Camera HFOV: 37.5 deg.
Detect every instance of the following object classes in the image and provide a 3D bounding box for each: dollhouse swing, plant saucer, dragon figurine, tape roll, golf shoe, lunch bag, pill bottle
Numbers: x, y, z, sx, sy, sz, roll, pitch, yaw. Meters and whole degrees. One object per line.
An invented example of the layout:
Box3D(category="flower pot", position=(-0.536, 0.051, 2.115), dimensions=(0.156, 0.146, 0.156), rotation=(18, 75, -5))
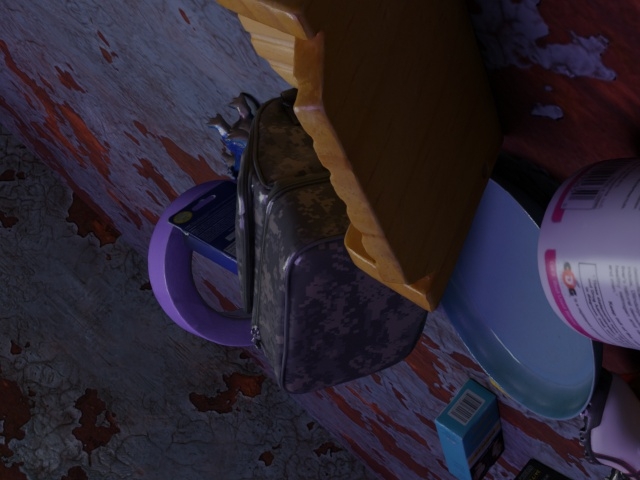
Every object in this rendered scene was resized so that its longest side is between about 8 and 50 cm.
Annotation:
Box3D(category="dollhouse swing", position=(-0.029, -0.164, 0.876), dimensions=(0.304, 0.315, 0.347), rotation=(7, 145, 30))
Box3D(category="plant saucer", position=(0.215, 0.052, 1.068), dimensions=(0.318, 0.043, 0.318), rotation=(53, 160, 30))
Box3D(category="dragon figurine", position=(-0.078, -0.126, 1.367), dimensions=(0.289, 0.085, 0.144), rotation=(27, 158, 55))
Box3D(category="tape roll", position=(-0.144, 0.035, 1.575), dimensions=(0.275, 0.275, 0.090), rotation=(50, 160, -20))
Box3D(category="golf shoe", position=(0.384, 0.241, 1.109), dimensions=(0.120, 0.105, 0.273), rotation=(1, 140, 37))
Box3D(category="lunch bag", position=(0.000, 0.000, 1.146), dimensions=(0.305, 0.212, 0.256), rotation=(95, 156, -47))
Box3D(category="pill bottle", position=(0.310, 0.014, 0.701), dimensions=(0.160, 0.160, 0.283), rotation=(50, 162, -19))

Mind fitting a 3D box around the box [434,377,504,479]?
Box3D(category="box", position=(0.268, 0.347, 1.672), dimensions=(0.060, 0.100, 0.244), rotation=(32, 160, 31))

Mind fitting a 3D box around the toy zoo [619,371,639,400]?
Box3D(category="toy zoo", position=(0.441, 0.236, 1.143), dimensions=(0.192, 0.030, 0.293), rotation=(44, 163, 0))

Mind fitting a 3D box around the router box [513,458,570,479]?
Box3D(category="router box", position=(0.490, 0.548, 1.673), dimensions=(0.243, 0.081, 0.309), rotation=(23, 153, 50))

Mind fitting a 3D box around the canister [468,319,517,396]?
Box3D(category="canister", position=(0.268, 0.152, 1.261), dimensions=(0.126, 0.073, 0.170), rotation=(34, 161, 37))

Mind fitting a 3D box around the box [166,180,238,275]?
Box3D(category="box", position=(-0.107, -0.010, 1.406), dimensions=(0.225, 0.136, 0.037), rotation=(28, 139, 32))
